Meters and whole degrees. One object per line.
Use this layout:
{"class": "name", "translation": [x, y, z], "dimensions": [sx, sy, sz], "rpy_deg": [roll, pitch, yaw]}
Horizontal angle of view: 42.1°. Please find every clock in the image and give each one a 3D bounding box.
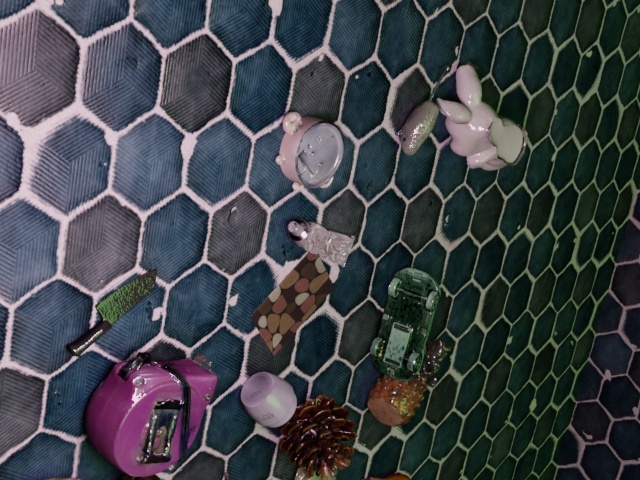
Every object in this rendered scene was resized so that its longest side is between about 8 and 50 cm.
{"class": "clock", "translation": [-0.017, -0.191, 1.821], "dimensions": [0.156, 0.063, 0.229], "rpy_deg": [-52, 137, -19]}

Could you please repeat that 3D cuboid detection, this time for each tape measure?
{"class": "tape measure", "translation": [-0.337, 0.339, 1.648], "dimensions": [0.231, 0.149, 0.245], "rpy_deg": [8, 102, -51]}

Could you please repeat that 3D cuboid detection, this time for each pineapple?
{"class": "pineapple", "translation": [0.256, 0.393, 2.363], "dimensions": [0.310, 0.141, 0.170], "rpy_deg": [-42, 159, -38]}

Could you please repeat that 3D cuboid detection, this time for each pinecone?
{"class": "pinecone", "translation": [0.001, 0.497, 2.070], "dimensions": [0.207, 0.207, 0.208], "rpy_deg": [-24, 124, -40]}

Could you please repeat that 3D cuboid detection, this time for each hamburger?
{"class": "hamburger", "translation": [-0.015, 0.646, 2.224], "dimensions": [0.133, 0.062, 0.140], "rpy_deg": [-36, 129, -34]}

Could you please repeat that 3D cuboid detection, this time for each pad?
{"class": "pad", "translation": [-0.062, 0.144, 1.976], "dimensions": [0.235, 0.003, 0.158], "rpy_deg": [-47, 136, -22]}

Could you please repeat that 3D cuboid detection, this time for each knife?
{"class": "knife", "translation": [-0.394, 0.129, 1.588], "dimensions": [0.230, 0.028, 0.060], "rpy_deg": [-43, 123, -29]}

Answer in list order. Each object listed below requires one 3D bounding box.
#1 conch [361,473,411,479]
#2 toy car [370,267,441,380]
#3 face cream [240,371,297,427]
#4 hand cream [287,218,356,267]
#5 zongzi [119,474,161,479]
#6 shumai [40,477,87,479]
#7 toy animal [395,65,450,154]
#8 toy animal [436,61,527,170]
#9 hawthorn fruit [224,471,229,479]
{"class": "conch", "translation": [0.208, 0.752, 2.518], "dimensions": [0.232, 0.080, 0.086], "rpy_deg": [3, 72, -30]}
{"class": "toy car", "translation": [0.241, 0.224, 2.257], "dimensions": [0.125, 0.136, 0.306], "rpy_deg": [-1, 108, -62]}
{"class": "face cream", "translation": [-0.120, 0.369, 1.931], "dimensions": [0.117, 0.117, 0.104], "rpy_deg": [-53, 131, -16]}
{"class": "hand cream", "translation": [-0.003, -0.001, 1.937], "dimensions": [0.257, 0.050, 0.084], "rpy_deg": [21, 89, -55]}
{"class": "zongzi", "translation": [-0.293, 0.625, 1.744], "dimensions": [0.134, 0.288, 0.286], "rpy_deg": [-73, 169, -72]}
{"class": "shumai", "translation": [-0.461, 0.653, 1.480], "dimensions": [0.324, 0.323, 0.398], "rpy_deg": [5, 92, -30]}
{"class": "toy animal", "translation": [0.261, -0.330, 2.053], "dimensions": [0.070, 0.079, 0.253], "rpy_deg": [28, 85, -44]}
{"class": "toy animal", "translation": [0.425, -0.301, 2.194], "dimensions": [0.208, 0.154, 0.325], "rpy_deg": [-56, 135, -23]}
{"class": "hawthorn fruit", "translation": [-0.219, 0.740, 1.902], "dimensions": [0.231, 0.235, 0.263], "rpy_deg": [-24, 131, -49]}
